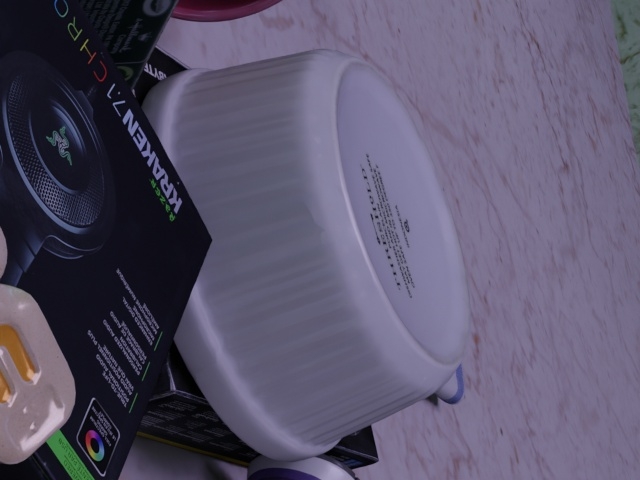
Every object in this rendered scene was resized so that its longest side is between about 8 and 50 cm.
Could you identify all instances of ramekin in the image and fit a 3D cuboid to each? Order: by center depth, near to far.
[{"bbox_3d":[0.000,0.000,1.106,0.273,0.127,0.273,53,27,-42],"label":"ramekin"}]

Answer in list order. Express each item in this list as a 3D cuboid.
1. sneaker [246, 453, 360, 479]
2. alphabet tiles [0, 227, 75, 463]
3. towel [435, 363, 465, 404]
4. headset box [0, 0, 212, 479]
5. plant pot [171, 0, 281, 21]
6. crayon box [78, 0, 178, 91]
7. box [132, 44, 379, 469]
[{"bbox_3d":[0.015,0.278,1.205,0.283,0.107,0.124,52,42,-35],"label":"sneaker"},{"bbox_3d":[-0.206,0.084,0.620,0.284,0.021,0.278,-45,121,-43],"label":"alphabet tiles"},{"bbox_3d":[0.060,0.026,1.599,0.285,0.034,0.209,36,42,-55],"label":"towel"},{"bbox_3d":[-0.191,-0.003,0.828,0.246,0.131,0.283,61,23,-24],"label":"headset box"},{"bbox_3d":[-0.087,-0.288,1.287,0.201,0.201,0.180,61,7,-26],"label":"plant pot"},{"bbox_3d":[-0.159,-0.262,1.021,0.081,0.202,0.318,-5,68,-25],"label":"crayon box"},{"bbox_3d":[-0.074,0.021,1.192,0.322,0.079,0.257,30,47,-61],"label":"box"}]
